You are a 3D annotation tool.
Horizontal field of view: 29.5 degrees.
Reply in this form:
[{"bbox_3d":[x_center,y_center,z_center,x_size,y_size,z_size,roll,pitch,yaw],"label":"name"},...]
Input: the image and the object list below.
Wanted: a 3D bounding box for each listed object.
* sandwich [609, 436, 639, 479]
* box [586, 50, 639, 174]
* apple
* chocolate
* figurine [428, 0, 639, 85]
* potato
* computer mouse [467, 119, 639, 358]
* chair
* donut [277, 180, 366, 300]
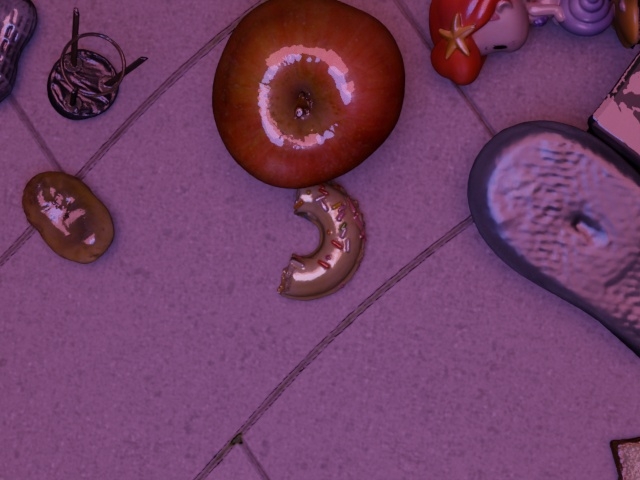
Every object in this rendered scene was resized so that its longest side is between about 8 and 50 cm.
[{"bbox_3d":[0.423,0.289,1.531,0.105,0.036,0.093,-11,84,2],"label":"sandwich"},{"bbox_3d":[0.473,-0.133,1.502,0.252,0.153,0.188,36,91,5],"label":"box"},{"bbox_3d":[-0.015,-0.183,1.503,0.242,0.241,0.242,1,101,4],"label":"apple"},{"bbox_3d":[-0.426,-0.250,1.609,0.072,0.072,0.167,19,85,5],"label":"chocolate"},{"bbox_3d":[0.259,-0.313,1.530,0.257,0.181,0.208,-6,125,5],"label":"figurine"},{"bbox_3d":[-0.328,-0.031,1.586,0.091,0.070,0.138,-41,86,-5],"label":"potato"},{"bbox_3d":[0.351,-0.003,1.513,0.371,0.122,0.188,39,103,5],"label":"computer mouse"},{"bbox_3d":[-0.288,-0.213,1.545,0.095,0.221,0.104,6,84,-19],"label":"chair"},{"bbox_3d":[0.005,-0.002,1.565,0.108,0.065,0.165,8,86,4],"label":"donut"}]
